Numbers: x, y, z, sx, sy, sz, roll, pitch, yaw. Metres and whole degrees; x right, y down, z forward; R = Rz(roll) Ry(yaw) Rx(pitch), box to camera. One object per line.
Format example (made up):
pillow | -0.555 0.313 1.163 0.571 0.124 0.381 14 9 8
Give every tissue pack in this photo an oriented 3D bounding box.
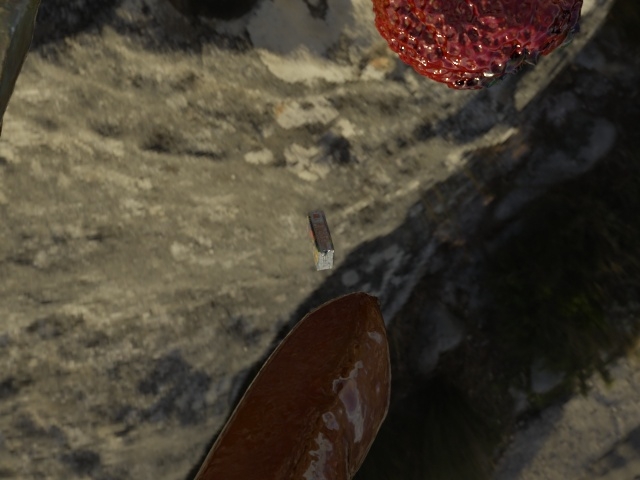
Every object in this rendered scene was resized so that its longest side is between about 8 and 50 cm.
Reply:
tissue pack | 0.000 0.000 1.777 0.035 0.083 0.063 -10 149 -7

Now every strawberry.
strawberry | 0.209 -0.355 1.457 0.288 0.239 0.250 48 61 -26

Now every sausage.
sausage | -0.031 0.160 0.614 0.094 0.348 0.097 9 133 15

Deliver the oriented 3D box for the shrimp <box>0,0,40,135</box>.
shrimp | -0.258 -0.147 0.770 0.062 0.154 0.294 7 106 -35
